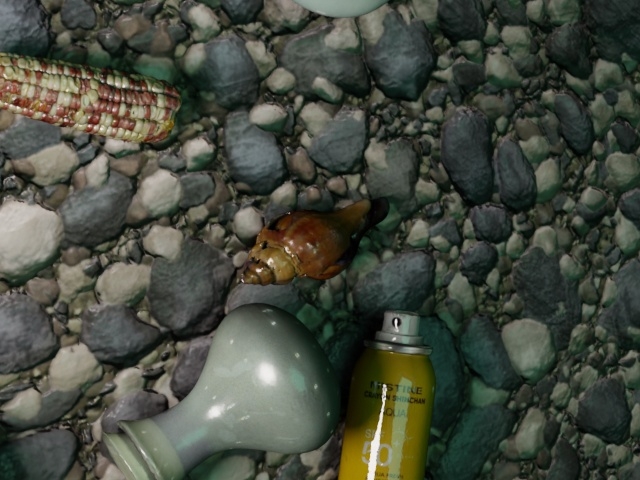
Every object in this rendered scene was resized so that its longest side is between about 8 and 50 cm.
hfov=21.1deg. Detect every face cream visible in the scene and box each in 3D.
[{"bbox_3d":[0.076,0.257,2.044,0.105,0.105,0.349,8,89,-32],"label":"face cream"}]

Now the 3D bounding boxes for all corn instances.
[{"bbox_3d":[-0.259,-0.156,1.822,0.237,0.079,0.079,12,87,-30],"label":"corn"}]

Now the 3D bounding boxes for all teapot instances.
[{"bbox_3d":[-0.108,0.192,1.894,0.251,0.183,0.183,-33,110,-15],"label":"teapot"}]

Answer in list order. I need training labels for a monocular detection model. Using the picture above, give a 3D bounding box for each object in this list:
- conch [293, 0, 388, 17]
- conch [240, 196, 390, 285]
[{"bbox_3d":[0.005,-0.352,1.938,0.221,0.121,0.185,19,63,-17],"label":"conch"},{"bbox_3d":[0.002,0.004,1.993,0.232,0.080,0.086,-8,106,-32],"label":"conch"}]
